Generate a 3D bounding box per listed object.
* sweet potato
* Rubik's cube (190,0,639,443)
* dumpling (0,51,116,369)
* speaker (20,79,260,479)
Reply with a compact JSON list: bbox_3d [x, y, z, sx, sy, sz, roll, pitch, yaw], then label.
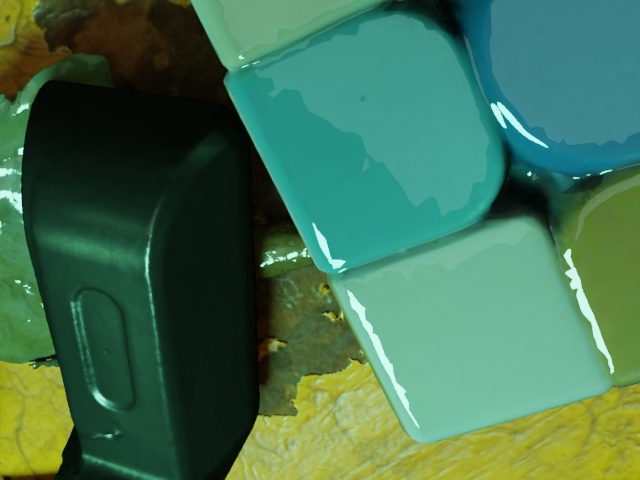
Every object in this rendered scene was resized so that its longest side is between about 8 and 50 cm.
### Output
[{"bbox_3d":[0.000,0.000,0.772,0.214,0.050,0.050,-11,111,15],"label":"sweet potato"},{"bbox_3d":[0.154,-0.147,0.513,0.347,0.347,0.344,-21,109,19],"label":"Rubik's cube"},{"bbox_3d":[-0.293,-0.027,0.797,0.166,0.086,0.332,4,119,-26],"label":"dumpling"},{"bbox_3d":[-0.161,0.082,0.729,0.180,0.184,0.388,10,126,15],"label":"speaker"}]
